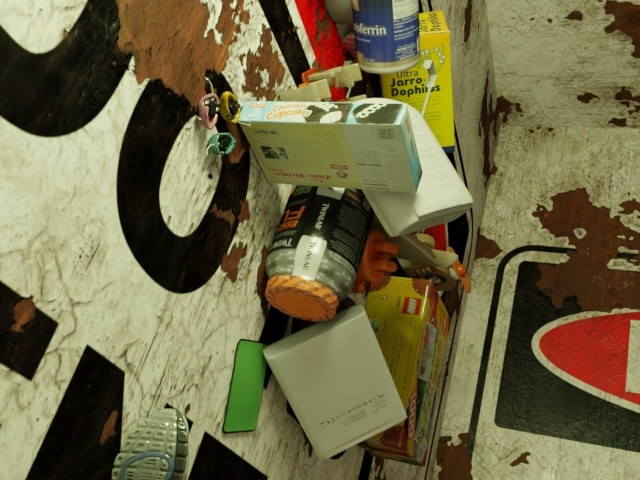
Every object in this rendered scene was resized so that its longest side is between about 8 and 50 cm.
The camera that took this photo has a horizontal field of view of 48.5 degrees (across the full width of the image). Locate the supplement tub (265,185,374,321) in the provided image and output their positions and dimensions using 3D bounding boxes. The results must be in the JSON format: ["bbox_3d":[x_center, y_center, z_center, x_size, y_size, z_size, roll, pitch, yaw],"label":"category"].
[{"bbox_3d":[0.000,0.000,1.518,0.193,0.194,0.316,64,37,-52],"label":"supplement tub"}]

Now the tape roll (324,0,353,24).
[{"bbox_3d":[0.076,-0.637,1.719,0.219,0.072,0.219,5,90,-67],"label":"tape roll"}]

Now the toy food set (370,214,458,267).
[{"bbox_3d":[0.179,-0.041,1.763,0.306,0.220,0.092,36,76,-34],"label":"toy food set"}]

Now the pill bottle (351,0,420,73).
[{"bbox_3d":[0.148,-0.530,1.625,0.153,0.153,0.264,-56,146,-50],"label":"pill bottle"}]

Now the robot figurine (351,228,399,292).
[{"bbox_3d":[0.073,0.031,1.674,0.128,0.220,0.158,-47,130,-45],"label":"robot figurine"}]

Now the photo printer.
[{"bbox_3d":[0.170,-0.169,1.525,0.256,0.107,0.307,-15,72,-49],"label":"photo printer"}]

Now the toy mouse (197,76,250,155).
[{"bbox_3d":[-0.184,-0.201,1.237,0.161,0.031,0.143,64,38,-52],"label":"toy mouse"}]

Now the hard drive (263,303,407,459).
[{"bbox_3d":[0.042,0.327,1.601,0.047,0.233,0.353,-121,-173,-56],"label":"hard drive"}]

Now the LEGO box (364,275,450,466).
[{"bbox_3d":[0.244,0.407,2.205,0.372,0.193,0.500,53,47,-59],"label":"LEGO box"}]

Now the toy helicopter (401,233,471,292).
[{"bbox_3d":[0.389,0.084,2.430,0.355,0.235,0.140,61,41,-54],"label":"toy helicopter"}]

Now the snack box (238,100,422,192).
[{"bbox_3d":[0.021,-0.179,1.357,0.187,0.322,0.060,66,37,-50],"label":"snack box"}]

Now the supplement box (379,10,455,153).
[{"bbox_3d":[0.268,-0.436,2.007,0.194,0.195,0.356,-86,169,-56],"label":"supplement box"}]

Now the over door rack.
[{"bbox_3d":[0.153,-0.284,1.765,0.108,0.240,0.324,41,58,-61],"label":"over door rack"}]

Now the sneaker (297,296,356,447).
[{"bbox_3d":[0.040,0.283,1.778,0.257,0.169,0.447,-62,158,-60],"label":"sneaker"}]

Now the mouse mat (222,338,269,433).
[{"bbox_3d":[-0.151,0.301,1.467,0.153,0.007,0.189,31,65,-66],"label":"mouse mat"}]

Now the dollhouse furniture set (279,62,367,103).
[{"bbox_3d":[0.007,-0.261,1.617,0.262,0.135,0.259,-45,124,-57],"label":"dollhouse furniture set"}]

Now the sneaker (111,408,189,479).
[{"bbox_3d":[-0.266,0.412,1.120,0.129,0.111,0.297,55,46,-80],"label":"sneaker"}]

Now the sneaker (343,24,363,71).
[{"bbox_3d":[0.114,-0.504,1.853,0.170,0.063,0.074,44,61,-56],"label":"sneaker"}]
